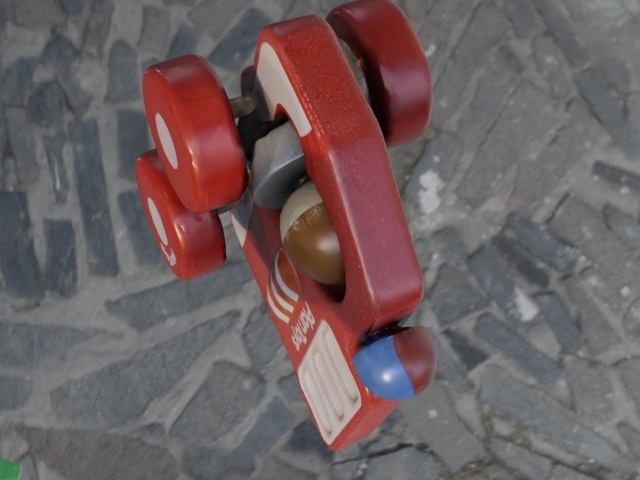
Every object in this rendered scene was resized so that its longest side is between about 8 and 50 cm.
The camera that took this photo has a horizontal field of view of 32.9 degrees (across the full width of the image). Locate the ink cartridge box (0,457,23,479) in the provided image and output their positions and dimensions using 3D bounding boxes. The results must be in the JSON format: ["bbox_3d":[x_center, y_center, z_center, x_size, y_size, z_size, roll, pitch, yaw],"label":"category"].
[{"bbox_3d":[-0.302,0.231,0.700,0.153,0.087,0.208,26,59,-32],"label":"ink cartridge box"}]

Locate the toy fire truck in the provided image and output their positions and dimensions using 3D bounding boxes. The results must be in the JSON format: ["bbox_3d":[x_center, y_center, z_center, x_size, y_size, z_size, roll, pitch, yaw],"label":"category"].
[{"bbox_3d":[0.000,0.000,0.731,0.169,0.302,0.254,-21,74,-18],"label":"toy fire truck"}]
